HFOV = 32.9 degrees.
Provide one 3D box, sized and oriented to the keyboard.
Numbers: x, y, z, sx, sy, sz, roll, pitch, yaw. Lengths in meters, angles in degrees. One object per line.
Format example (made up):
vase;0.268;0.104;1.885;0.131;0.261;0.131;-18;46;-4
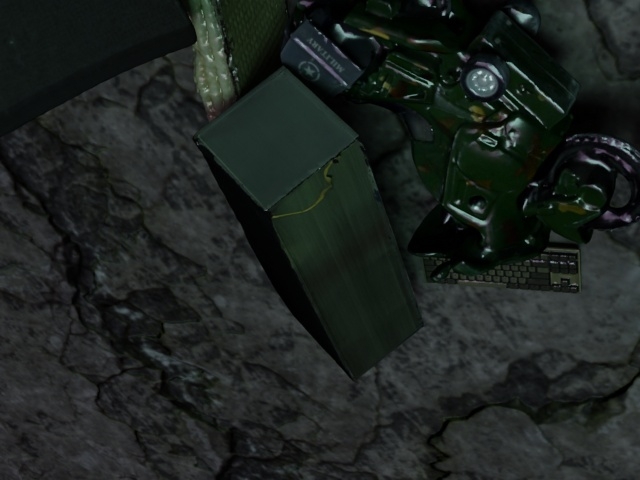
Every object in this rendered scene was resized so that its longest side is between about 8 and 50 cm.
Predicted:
keyboard;0.145;0.021;0.876;0.129;0.015;0.049;4;129;18

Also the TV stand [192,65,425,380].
TV stand;0.000;0.000;0.787;0.088;0.083;0.269;47;169;32

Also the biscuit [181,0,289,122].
biscuit;-0.061;-0.182;0.717;0.040;0.121;0.199;5;130;19

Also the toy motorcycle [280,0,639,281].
toy motorcycle;0.084;-0.081;0.747;0.275;0.125;0.187;43;137;-8

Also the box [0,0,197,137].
box;-0.277;-0.224;0.626;0.204;0.251;0.345;33;152;59
